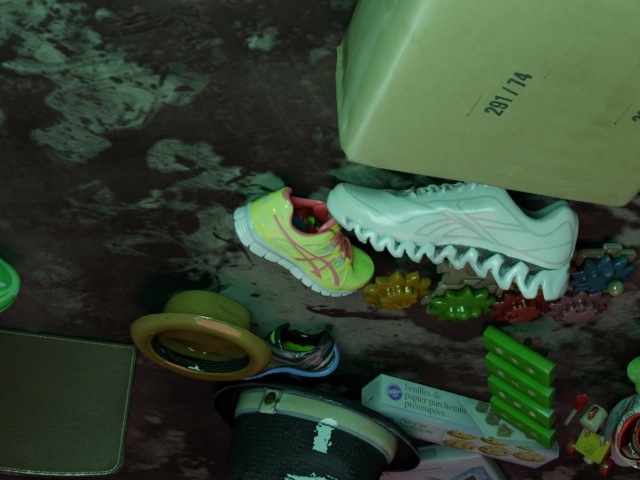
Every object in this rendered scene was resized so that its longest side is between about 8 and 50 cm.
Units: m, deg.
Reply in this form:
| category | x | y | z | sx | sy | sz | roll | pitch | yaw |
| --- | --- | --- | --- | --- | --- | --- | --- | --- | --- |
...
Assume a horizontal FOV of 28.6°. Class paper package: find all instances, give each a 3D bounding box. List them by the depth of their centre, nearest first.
| category | x | y | z | sx | sy | sz | roll | pitch | yaw |
| --- | --- | --- | --- | --- | --- | --- | --- | --- | --- |
| paper package | 0.203 | -0.194 | 1.095 | 0.309 | 0.168 | 0.325 | 9 | 146 | -12 |

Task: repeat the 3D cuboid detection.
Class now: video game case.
| category | x | y | z | sx | sy | sz | roll | pitch | yaw |
| --- | --- | --- | --- | --- | --- | --- | --- | --- | --- |
| video game case | 0.183 | 0.444 | 2.211 | 0.300 | 0.036 | 0.329 | -10 | 145 | 19 |

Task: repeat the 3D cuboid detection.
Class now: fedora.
| category | x | y | z | sx | sy | sz | roll | pitch | yaw |
| --- | --- | --- | --- | --- | --- | --- | --- | --- | --- |
| fedora | -0.156 | 0.120 | 1.691 | 0.194 | 0.079 | 0.194 | 8 | 148 | 5 |
| fedora | -0.024 | 0.336 | 1.880 | 0.334 | 0.152 | 0.334 | 16 | 155 | 8 |

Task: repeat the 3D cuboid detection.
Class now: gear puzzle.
| category | x | y | z | sx | sy | sz | roll | pitch | yaw |
| --- | --- | --- | --- | --- | --- | --- | --- | --- | --- |
| gear puzzle | 0.220 | 0.064 | 1.566 | 0.339 | 0.044 | 0.175 | 1 | 148 | -12 |

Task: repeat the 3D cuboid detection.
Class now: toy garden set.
| category | x | y | z | sx | sy | sz | roll | pitch | yaw |
| --- | --- | --- | --- | --- | --- | --- | --- | --- | --- |
| toy garden set | 0.332 | 0.225 | 1.779 | 0.204 | 0.049 | 0.244 | 32 | 157 | 27 |

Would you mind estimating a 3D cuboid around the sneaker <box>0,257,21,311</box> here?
| category | x | y | z | sx | sy | sz | roll | pitch | yaw |
| --- | --- | --- | --- | --- | --- | --- | --- | --- | --- |
| sneaker | -0.468 | 0.007 | 1.508 | 0.123 | 0.109 | 0.295 | -15 | 143 | 32 |

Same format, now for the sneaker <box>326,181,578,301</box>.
| category | x | y | z | sx | sy | sz | roll | pitch | yaw |
| --- | --- | --- | --- | --- | --- | --- | --- | --- | --- |
| sneaker | 0.153 | -0.027 | 1.435 | 0.292 | 0.110 | 0.118 | 16 | 108 | 1 |

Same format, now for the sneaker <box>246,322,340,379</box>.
| category | x | y | z | sx | sy | sz | roll | pitch | yaw |
| --- | --- | --- | --- | --- | --- | --- | --- | --- | --- |
| sneaker | -0.067 | 0.150 | 1.759 | 0.188 | 0.067 | 0.078 | -3 | 126 | 11 |

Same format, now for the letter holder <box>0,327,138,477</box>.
| category | x | y | z | sx | sy | sz | roll | pitch | yaw |
| --- | --- | --- | --- | --- | --- | --- | --- | --- | --- |
| letter holder | -0.427 | 0.257 | 1.796 | 0.302 | 0.214 | 0.152 | 8 | 147 | -8 |

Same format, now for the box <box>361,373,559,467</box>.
| category | x | y | z | sx | sy | sz | roll | pitch | yaw |
| --- | --- | --- | --- | --- | --- | --- | --- | --- | --- |
| box | 0.217 | 0.280 | 1.928 | 0.324 | 0.063 | 0.067 | 18 | 144 | -22 |

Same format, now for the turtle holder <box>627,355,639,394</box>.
| category | x | y | z | sx | sy | sz | roll | pitch | yaw |
| --- | --- | --- | --- | --- | --- | --- | --- | --- | --- |
| turtle holder | 0.554 | 0.140 | 1.573 | 0.227 | 0.243 | 0.320 | 33 | 179 | -17 |

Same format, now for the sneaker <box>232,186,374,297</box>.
| category | x | y | z | sx | sy | sz | roll | pitch | yaw |
| --- | --- | --- | --- | --- | --- | --- | --- | --- | --- |
| sneaker | 0.000 | 0.000 | 1.496 | 0.208 | 0.081 | 0.094 | 26 | 130 | -38 |

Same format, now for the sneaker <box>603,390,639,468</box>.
| category | x | y | z | sx | sy | sz | roll | pitch | yaw |
| --- | --- | --- | --- | --- | --- | --- | --- | --- | --- |
| sneaker | 0.458 | 0.284 | 1.826 | 0.090 | 0.145 | 0.270 | 42 | 142 | 12 |
